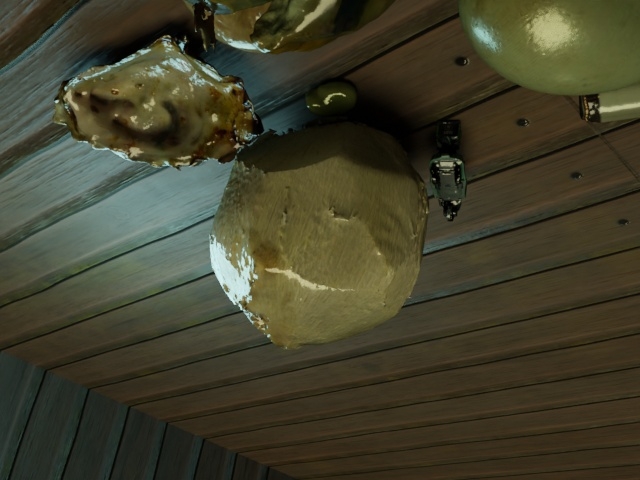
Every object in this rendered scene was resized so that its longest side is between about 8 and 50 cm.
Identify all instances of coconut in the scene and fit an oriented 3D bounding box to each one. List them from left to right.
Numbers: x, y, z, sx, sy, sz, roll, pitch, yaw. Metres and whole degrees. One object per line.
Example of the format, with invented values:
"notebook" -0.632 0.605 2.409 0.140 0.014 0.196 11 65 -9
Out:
"coconut" 0.000 0.000 1.370 0.347 0.360 0.346 10 166 2

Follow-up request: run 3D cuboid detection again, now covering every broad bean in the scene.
"broad bean" 0.018 -0.222 1.339 0.083 0.045 0.063 -8 133 15

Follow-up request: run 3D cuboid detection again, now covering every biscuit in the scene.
"biscuit" 0.067 -0.337 0.889 0.078 0.329 0.335 39 144 11

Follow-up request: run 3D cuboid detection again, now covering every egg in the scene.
"egg" 0.300 -0.277 0.991 0.296 0.218 0.218 10 152 -25

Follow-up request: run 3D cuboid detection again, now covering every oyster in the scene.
"oyster" -0.268 -0.205 1.374 0.361 0.096 0.221 -14 114 29

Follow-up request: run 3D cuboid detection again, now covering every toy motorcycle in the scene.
"toy motorcycle" 0.215 -0.110 1.413 0.058 0.100 0.173 2 146 15

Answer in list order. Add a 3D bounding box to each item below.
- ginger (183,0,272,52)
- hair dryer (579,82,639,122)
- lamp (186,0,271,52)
"ginger" -0.074 -0.321 1.108 0.267 0.138 0.152 12 145 6
"hair dryer" 0.502 -0.200 1.111 0.362 0.128 0.203 -7 148 14
"lamp" -0.107 -0.349 0.929 0.250 0.284 0.250 12 -174 -1
